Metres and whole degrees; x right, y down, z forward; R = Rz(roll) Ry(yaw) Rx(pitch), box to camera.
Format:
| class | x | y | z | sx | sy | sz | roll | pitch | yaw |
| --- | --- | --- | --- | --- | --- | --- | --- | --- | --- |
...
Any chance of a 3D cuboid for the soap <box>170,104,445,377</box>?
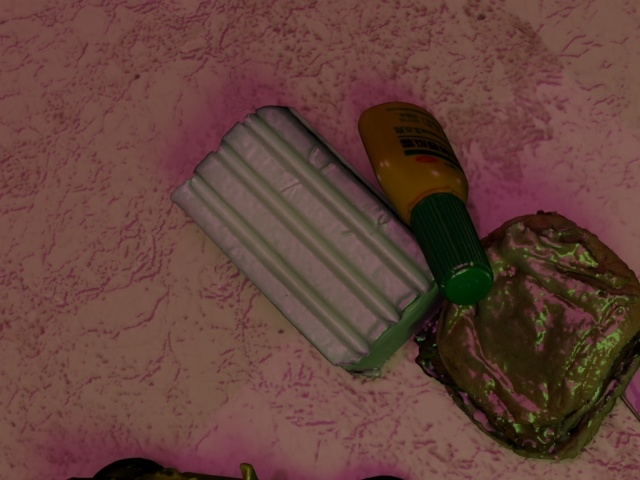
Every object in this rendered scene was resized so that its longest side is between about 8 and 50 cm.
| class | x | y | z | sx | sy | sz | roll | pitch | yaw |
| --- | --- | --- | --- | --- | --- | --- | --- | --- | --- |
| soap | 0.000 | 0.000 | 1.185 | 0.150 | 0.094 | 0.261 | -46 | 74 | 4 |

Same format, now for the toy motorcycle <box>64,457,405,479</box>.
| class | x | y | z | sx | sy | sz | roll | pitch | yaw |
| --- | --- | --- | --- | --- | --- | --- | --- | --- | --- |
| toy motorcycle | -0.078 | 0.295 | 1.108 | 0.342 | 0.142 | 0.206 | 3 | 40 | 13 |

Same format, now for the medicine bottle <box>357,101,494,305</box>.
| class | x | y | z | sx | sy | sz | roll | pitch | yaw |
| --- | --- | --- | --- | --- | --- | --- | --- | --- | --- |
| medicine bottle | 0.099 | -0.037 | 1.111 | 0.064 | 0.095 | 0.260 | -58 | 28 | 29 |

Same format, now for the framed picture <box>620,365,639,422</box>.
| class | x | y | z | sx | sy | sz | roll | pitch | yaw |
| --- | --- | --- | --- | --- | --- | --- | --- | --- | --- |
| framed picture | 0.386 | 0.125 | 1.113 | 0.201 | 0.010 | 0.136 | -37 | 73 | 2 |

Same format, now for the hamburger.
| class | x | y | z | sx | sy | sz | roll | pitch | yaw |
| --- | --- | --- | --- | --- | --- | --- | --- | --- | --- |
| hamburger | 0.202 | 0.084 | 1.116 | 0.183 | 0.130 | 0.206 | 38 | 105 | 19 |
